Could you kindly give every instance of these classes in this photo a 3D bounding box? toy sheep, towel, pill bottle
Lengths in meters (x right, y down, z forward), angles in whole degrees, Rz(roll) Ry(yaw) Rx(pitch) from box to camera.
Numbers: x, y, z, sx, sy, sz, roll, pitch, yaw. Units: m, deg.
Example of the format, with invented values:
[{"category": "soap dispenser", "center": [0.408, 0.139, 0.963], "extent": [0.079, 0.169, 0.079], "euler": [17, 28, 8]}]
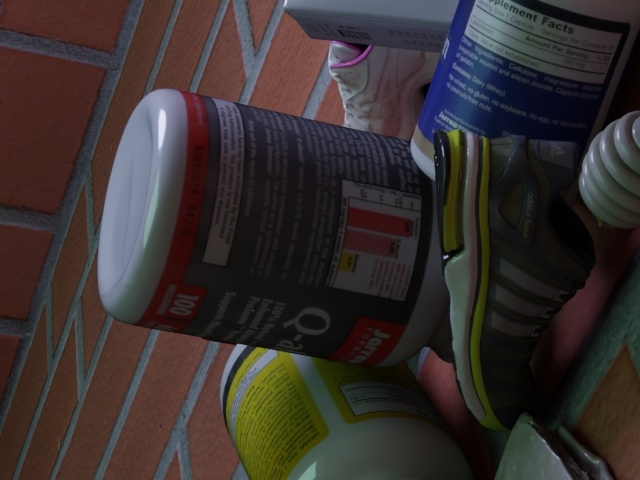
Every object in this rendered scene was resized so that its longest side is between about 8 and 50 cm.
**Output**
[{"category": "toy sheep", "center": [0.242, -0.054, 1.416], "extent": [0.132, 0.091, 0.091], "euler": [118, 156, -43]}, {"category": "towel", "center": [0.189, 0.271, 1.465], "extent": [0.282, 0.049, 0.187], "euler": [-119, 42, -62]}, {"category": "pill bottle", "center": [0.183, -0.166, 1.559], "extent": [0.153, 0.153, 0.264], "euler": [-115, 40, -61]}, {"category": "pill bottle", "center": [0.000, 0.000, 1.681], "extent": [0.210, 0.363, 0.210], "euler": [-169, 90, -73]}, {"category": "pill bottle", "center": [0.031, 0.210, 1.740], "extent": [0.334, 0.188, 0.188], "euler": [-121, 44, -59]}]

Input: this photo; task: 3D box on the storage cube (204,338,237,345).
[{"category": "storage cube", "center": [-0.003, 0.021, 1.979], "extent": [0.193, 0.184, 0.215], "euler": [158, 122, -68]}]

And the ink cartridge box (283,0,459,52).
[{"category": "ink cartridge box", "center": [0.129, -0.338, 1.790], "extent": [0.130, 0.272, 0.309], "euler": [30, -111, -76]}]

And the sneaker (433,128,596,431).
[{"category": "sneaker", "center": [0.163, 0.040, 1.522], "extent": [0.111, 0.121, 0.300], "euler": [-85, -12, -49]}]

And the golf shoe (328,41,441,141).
[{"category": "golf shoe", "center": [0.058, -0.184, 1.987], "extent": [0.306, 0.140, 0.115], "euler": [120, 153, -50]}]
